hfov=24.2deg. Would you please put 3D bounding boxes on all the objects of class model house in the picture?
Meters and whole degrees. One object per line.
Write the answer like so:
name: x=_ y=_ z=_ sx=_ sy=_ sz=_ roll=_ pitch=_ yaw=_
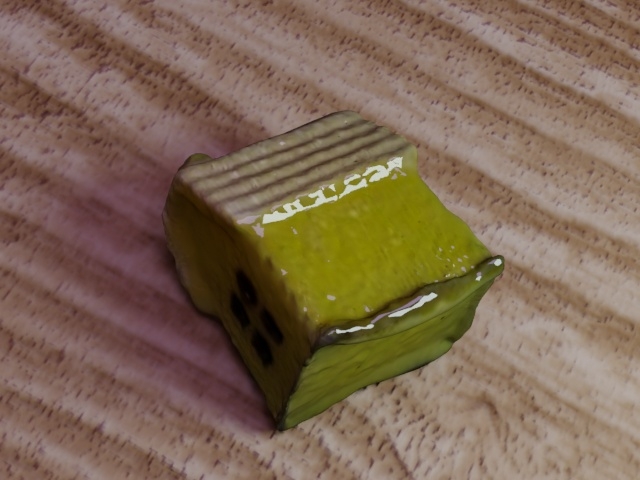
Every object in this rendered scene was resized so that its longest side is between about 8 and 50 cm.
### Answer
model house: x=0.000 y=0.000 z=1.214 sx=0.193 sy=0.175 sz=0.234 roll=-24 pitch=72 yaw=-26
